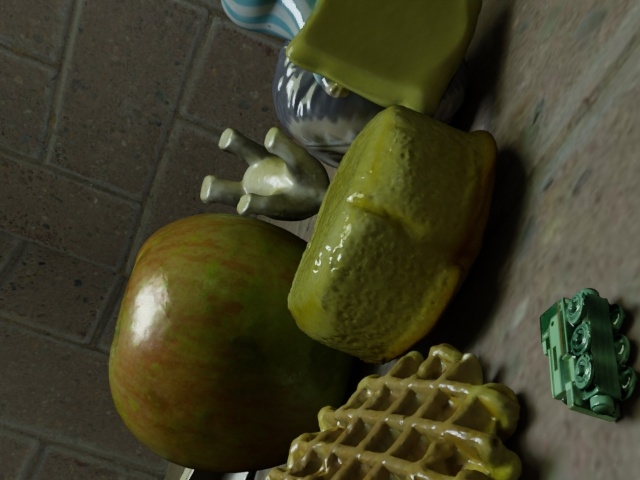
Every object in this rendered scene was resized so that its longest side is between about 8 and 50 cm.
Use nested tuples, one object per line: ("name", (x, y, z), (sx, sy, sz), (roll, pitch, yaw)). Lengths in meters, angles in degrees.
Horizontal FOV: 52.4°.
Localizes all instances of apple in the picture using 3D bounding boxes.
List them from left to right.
("apple", (-0.109, 0.131, 0.865), (0.339, 0.339, 0.339), (-159, 90, -79))

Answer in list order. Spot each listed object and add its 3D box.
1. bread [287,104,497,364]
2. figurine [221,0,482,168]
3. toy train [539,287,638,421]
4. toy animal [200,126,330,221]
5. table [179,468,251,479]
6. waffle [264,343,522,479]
("bread", (0.072, -0.005, 0.663), (0.270, 0.148, 0.270), (-156, 90, -82))
("figurine", (-0.003, -0.214, 0.892), (0.266, 0.361, 0.378), (-46, -9, -30))
("toy train", (0.159, 0.070, 0.392), (0.053, 0.033, 0.083), (116, 169, -50))
("toy animal", (-0.058, -0.081, 0.865), (0.233, 0.168, 0.121), (21, 93, 66))
("table", (-0.206, 0.455, 1.172), (0.227, 0.167, 0.167), (-63, 9, -16))
("waffle", (0.038, 0.184, 0.488), (0.249, 0.056, 0.253), (-35, 14, 31))
